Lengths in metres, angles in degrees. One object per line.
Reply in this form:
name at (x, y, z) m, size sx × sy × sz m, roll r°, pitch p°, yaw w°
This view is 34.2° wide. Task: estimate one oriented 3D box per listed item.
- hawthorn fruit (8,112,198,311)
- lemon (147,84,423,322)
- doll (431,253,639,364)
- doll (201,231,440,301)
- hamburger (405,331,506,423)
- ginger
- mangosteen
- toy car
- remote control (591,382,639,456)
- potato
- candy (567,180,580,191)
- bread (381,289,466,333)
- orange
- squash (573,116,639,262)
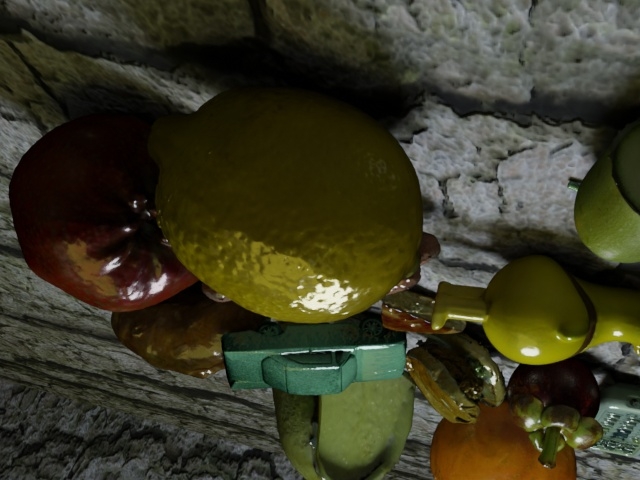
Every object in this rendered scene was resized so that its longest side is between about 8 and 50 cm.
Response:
hawthorn fruit at (-0.274, -0.048, 1.335) m, size 0.254 × 0.254 × 0.300 m, roll 32°, pitch 178°, yaw -35°
lemon at (-0.036, -0.041, 1.101) m, size 0.320 × 0.245 × 0.245 m, roll 26°, pitch 159°, yaw -5°
doll at (0.328, 0.090, 1.341) m, size 0.363 × 0.145 × 0.199 m, roll 5°, pitch -162°, yaw 7°
doll at (0.000, 0.000, 1.346) m, size 0.303 × 0.201 × 0.156 m, roll -5°, pitch 113°, yaw 34°
hamburger at (0.226, 0.217, 1.724) m, size 0.185 × 0.113 × 0.177 m, roll 60°, pitch 169°, yaw -20°
ginger at (-0.229, 0.161, 1.905) m, size 0.321 × 0.165 × 0.172 m, roll -2°, pitch 119°, yaw 21°
mangosteen at (0.373, 0.263, 1.663) m, size 0.156 × 0.181 × 0.145 m, roll 2°, pitch 119°, yaw 18°
toy car at (-0.007, 0.208, 1.806) m, size 0.321 × 0.097 × 0.141 m, roll -3°, pitch 142°, yaw -1°
remote control at (0.529, 0.314, 1.824) m, size 0.128 × 0.065 × 0.335 m, roll 8°, pitch 159°, yaw 8°
potato at (0.002, 0.340, 2.020) m, size 0.213 × 0.280 × 0.330 m, roll -6°, pitch 151°, yaw 43°
candy at (0.402, -0.004, 1.125) m, size 0.288 × 0.078 × 0.084 m, roll 25°, pitch -162°, yaw 6°
bread at (0.160, 0.114, 1.620) m, size 0.136 × 0.054 × 0.154 m, roll 14°, pitch 165°, yaw 13°
orange at (0.354, 0.420, 2.012) m, size 0.284 × 0.226 × 0.284 m, roll 12°, pitch 163°, yaw 4°
squash at (0.308, -0.035, 1.020) m, size 0.123 × 0.123 × 0.186 m, roll 18°, pitch 159°, yaw -2°
